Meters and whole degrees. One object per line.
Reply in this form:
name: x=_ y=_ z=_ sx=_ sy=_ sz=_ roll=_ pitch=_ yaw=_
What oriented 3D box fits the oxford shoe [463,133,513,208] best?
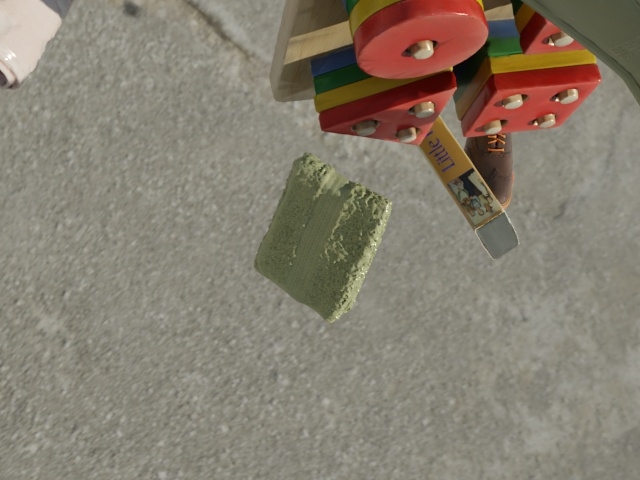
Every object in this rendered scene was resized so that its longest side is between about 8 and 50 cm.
oxford shoe: x=0.322 y=-0.187 z=1.810 sx=0.097 sy=0.098 sz=0.271 roll=-1 pitch=62 yaw=-4

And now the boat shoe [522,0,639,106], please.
boat shoe: x=0.118 y=-0.108 z=0.344 sx=0.228 sy=0.081 sz=0.068 roll=41 pitch=82 yaw=-14

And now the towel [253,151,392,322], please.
towel: x=0.000 y=0.000 z=0.890 sx=0.110 sy=0.148 sz=0.027 roll=31 pitch=33 yaw=11

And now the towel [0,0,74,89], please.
towel: x=-0.275 y=-0.328 z=0.693 sx=0.317 sy=0.053 sz=0.331 roll=42 pitch=52 yaw=-35

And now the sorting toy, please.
sorting toy: x=0.106 y=-0.150 z=0.705 sx=0.256 sy=0.257 sz=0.089 roll=-7 pitch=74 yaw=-11

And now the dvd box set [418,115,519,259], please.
dvd box set: x=0.194 y=-0.173 z=1.634 sx=0.420 sy=0.062 sz=0.307 roll=59 pitch=9 yaw=18
